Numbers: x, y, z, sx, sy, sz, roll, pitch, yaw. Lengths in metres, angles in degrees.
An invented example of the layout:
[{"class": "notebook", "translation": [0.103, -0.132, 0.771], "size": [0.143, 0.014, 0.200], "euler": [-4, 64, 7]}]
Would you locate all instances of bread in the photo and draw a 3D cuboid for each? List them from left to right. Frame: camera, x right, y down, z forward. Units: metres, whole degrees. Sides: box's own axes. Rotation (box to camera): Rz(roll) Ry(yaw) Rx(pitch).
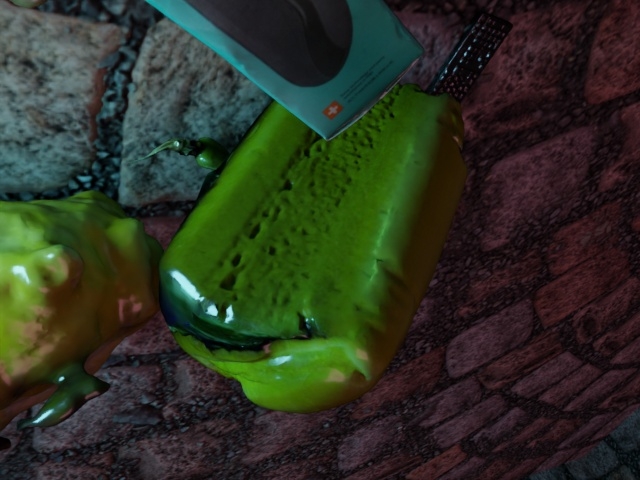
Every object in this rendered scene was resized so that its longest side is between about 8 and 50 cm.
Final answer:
[{"class": "bread", "translation": [0.000, 0.000, 0.704], "size": [0.251, 0.376, 0.208], "euler": [16, 139, 14]}]

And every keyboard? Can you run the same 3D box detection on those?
[{"class": "keyboard", "translation": [0.169, -0.197, 0.860], "size": [0.061, 0.013, 0.204], "euler": [4, 132, -38]}]

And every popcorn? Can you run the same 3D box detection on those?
[{"class": "popcorn", "translation": [-0.315, 0.061, 0.663], "size": [0.315, 0.281, 0.297], "euler": [-24, 177, 17]}]

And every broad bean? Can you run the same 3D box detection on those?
[{"class": "broad bean", "translation": [-0.115, -0.027, 0.847], "size": [0.098, 0.056, 0.318], "euler": [-25, 139, 5]}]

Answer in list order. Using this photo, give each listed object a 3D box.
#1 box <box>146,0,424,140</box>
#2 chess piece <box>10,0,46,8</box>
[{"class": "box", "translation": [-0.077, -0.232, 0.500], "size": [0.118, 0.205, 0.311], "euler": [-43, 142, 14]}, {"class": "chess piece", "translation": [-0.331, -0.219, 0.436], "size": [0.307, 0.124, 0.139], "euler": [-3, 104, -36]}]
